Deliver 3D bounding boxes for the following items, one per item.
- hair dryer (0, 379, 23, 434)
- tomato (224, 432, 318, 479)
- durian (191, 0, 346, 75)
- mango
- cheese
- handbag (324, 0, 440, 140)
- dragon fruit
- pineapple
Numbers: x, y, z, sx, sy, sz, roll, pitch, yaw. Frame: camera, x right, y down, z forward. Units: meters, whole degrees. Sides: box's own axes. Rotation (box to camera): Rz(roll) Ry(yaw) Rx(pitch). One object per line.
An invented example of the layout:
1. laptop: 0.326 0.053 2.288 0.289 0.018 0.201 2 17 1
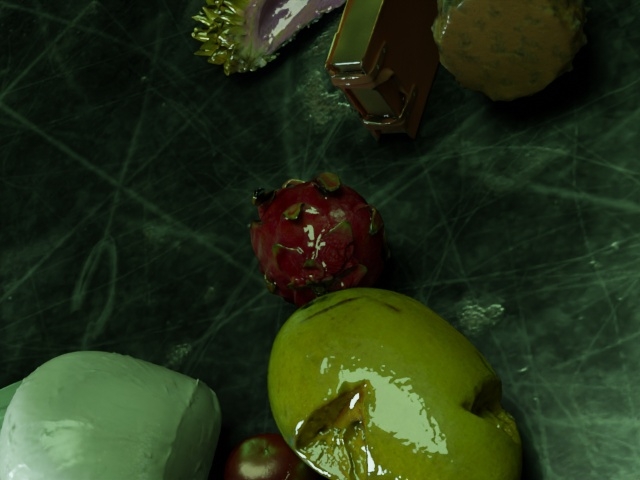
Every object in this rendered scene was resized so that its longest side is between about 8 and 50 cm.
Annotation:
1. hair dryer: -0.273 0.241 1.477 0.206 0.075 0.237 -16 61 -37
2. tomato: -0.046 0.209 1.403 0.087 0.075 0.087 -14 49 16
3. durian: -0.026 -0.338 1.774 0.341 0.112 0.191 -40 49 1
4. mango: 0.065 0.143 1.352 0.262 0.130 0.167 30 66 33
5. cheese: -0.194 0.192 1.419 0.189 0.154 0.198 19 59 1
6. handbag: 0.075 -0.209 1.610 0.062 0.127 0.190 1 57 32
7. dragon fruit: 0.000 0.000 1.504 0.133 0.136 0.166 -13 15 -17
8. pineapple: 0.191 -0.270 1.584 0.157 0.158 0.279 -13 39 21
